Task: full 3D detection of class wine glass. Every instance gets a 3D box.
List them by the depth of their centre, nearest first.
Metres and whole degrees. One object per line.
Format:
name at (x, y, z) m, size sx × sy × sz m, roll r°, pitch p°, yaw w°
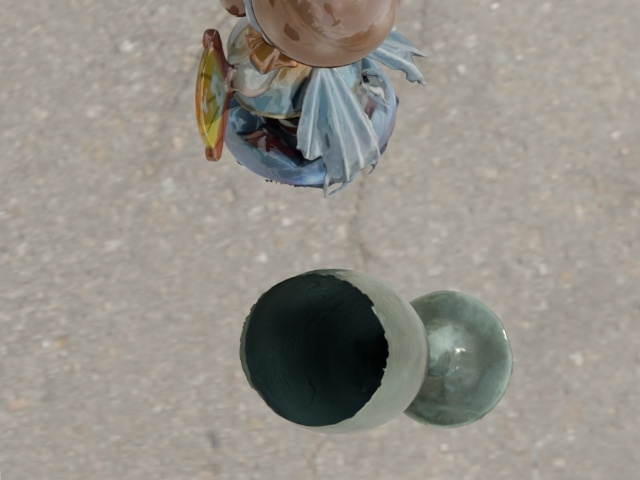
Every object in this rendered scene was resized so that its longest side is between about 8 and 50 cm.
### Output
wine glass at (0.000, 0.000, 1.062) m, size 0.264 × 0.096 × 0.309 m, roll 60°, pitch 13°, yaw 14°

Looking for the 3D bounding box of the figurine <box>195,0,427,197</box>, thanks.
figurine at (0.001, -0.211, 1.556) m, size 0.248 × 0.388 × 0.276 m, roll 25°, pitch 61°, yaw 18°
